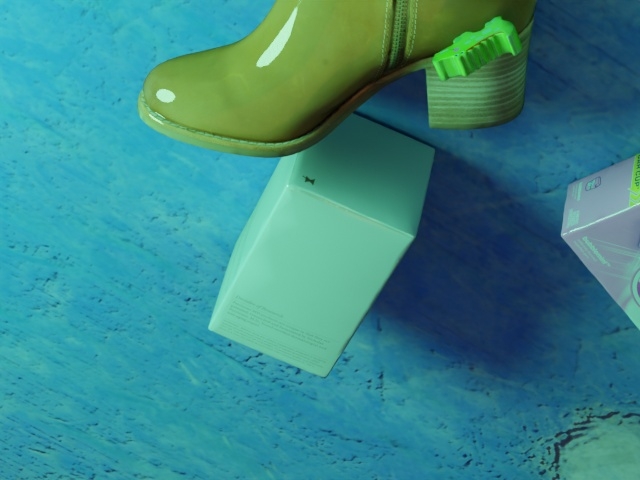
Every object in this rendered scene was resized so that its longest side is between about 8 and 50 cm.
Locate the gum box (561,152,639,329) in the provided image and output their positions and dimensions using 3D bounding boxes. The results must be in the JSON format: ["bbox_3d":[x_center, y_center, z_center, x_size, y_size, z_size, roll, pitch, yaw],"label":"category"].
[{"bbox_3d":[0.278,0.019,1.365,0.107,0.062,0.188,-24,122,33],"label":"gum box"}]

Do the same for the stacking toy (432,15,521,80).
[{"bbox_3d":[0.147,-0.210,1.134,0.221,0.052,0.167,-28,124,1],"label":"stacking toy"}]

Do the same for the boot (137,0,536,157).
[{"bbox_3d":[0.003,-0.172,1.220,0.283,0.109,0.220,-1,129,9],"label":"boot"}]

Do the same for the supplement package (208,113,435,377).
[{"bbox_3d":[0.000,0.000,1.393,0.105,0.105,0.179,23,135,-7],"label":"supplement package"}]
